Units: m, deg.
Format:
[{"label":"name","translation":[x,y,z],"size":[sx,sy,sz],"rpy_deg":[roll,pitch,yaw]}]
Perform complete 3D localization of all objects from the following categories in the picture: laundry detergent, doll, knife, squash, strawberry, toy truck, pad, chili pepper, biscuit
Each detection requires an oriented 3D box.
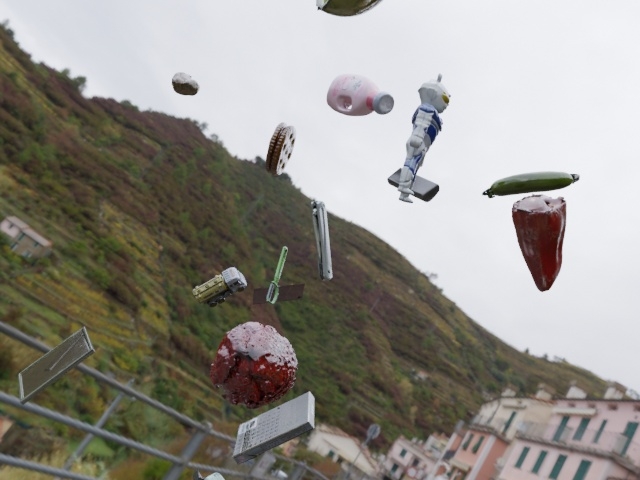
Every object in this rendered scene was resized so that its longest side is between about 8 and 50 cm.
[{"label":"laundry detergent","translation":[0.146,-0.531,2.031],"size":[0.088,0.159,0.335],"rpy_deg":[18,11,-36]},{"label":"doll","translation":[0.175,-0.179,0.922],"size":[0.057,0.227,0.114],"rpy_deg":[13,-5,16]},{"label":"knife","translation":[-0.135,0.115,1.797],"size":[0.015,0.212,0.054],"rpy_deg":[-4,-34,29]},{"label":"squash","translation":[0.696,-0.190,1.802],"size":[0.319,0.071,0.080],"rpy_deg":[-8,10,8]},{"label":"strawberry","translation":[-0.197,0.378,1.657],"size":[0.274,0.274,0.220],"rpy_deg":[37,-18,-9]},{"label":"knife","translation":[0.001,0.000,1.795],"size":[0.041,0.265,0.073],"rpy_deg":[-6,3,21]},{"label":"toy truck","translation":[-0.249,0.115,1.345],"size":[0.052,0.123,0.063],"rpy_deg":[60,-1,38]},{"label":"pad","translation":[-0.154,0.195,2.009],"size":[0.113,0.188,0.006],"rpy_deg":[104,-23,-53]},{"label":"chili pepper","translation":[0.570,0.006,1.407],"size":[0.136,0.144,0.252],"rpy_deg":[-9,-70,14]},{"label":"biscuit","translation":[-0.161,-0.363,2.186],"size":[0.066,0.220,0.220],"rpy_deg":[20,-17,7]}]

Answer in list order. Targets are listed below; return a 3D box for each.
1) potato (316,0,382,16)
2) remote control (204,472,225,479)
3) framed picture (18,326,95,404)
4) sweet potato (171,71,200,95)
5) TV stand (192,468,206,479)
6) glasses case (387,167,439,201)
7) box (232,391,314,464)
[{"label":"potato","translation":[0.127,-0.729,1.509],"size":[0.213,0.280,0.330],"rpy_deg":[17,-38,-21]},{"label":"remote control","translation":[-0.204,0.720,1.331],"size":[0.296,0.140,0.056],"rpy_deg":[42,31,28]},{"label":"framed picture","translation":[-0.893,0.413,1.844],"size":[0.192,0.265,0.018],"rpy_deg":[31,-26,55]},{"label":"sweet potato","translation":[-0.334,-0.380,1.339],"size":[0.054,0.053,0.182],"rpy_deg":[31,8,-32]},{"label":"TV stand","translation":[-0.354,0.907,2.038],"size":[0.256,0.040,0.049],"rpy_deg":[29,16,-28]},{"label":"glasses case","translation":[0.305,-0.185,1.809],"size":[0.191,0.072,0.042],"rpy_deg":[36,-13,49]},{"label":"box","translation":[-0.172,0.699,2.053],"size":[0.047,0.325,0.180],"rpy_deg":[58,11,-18]}]
